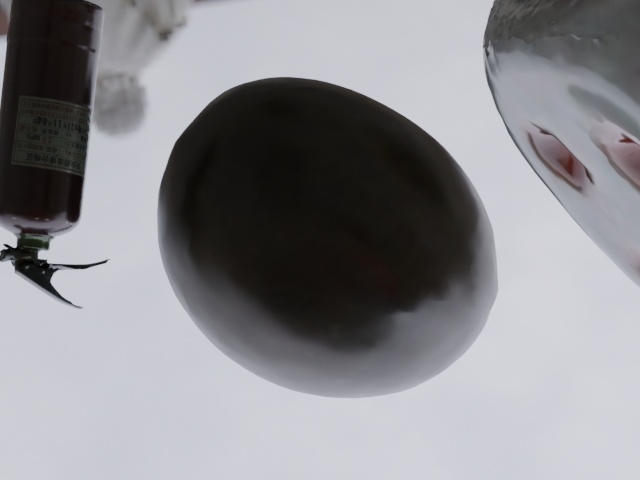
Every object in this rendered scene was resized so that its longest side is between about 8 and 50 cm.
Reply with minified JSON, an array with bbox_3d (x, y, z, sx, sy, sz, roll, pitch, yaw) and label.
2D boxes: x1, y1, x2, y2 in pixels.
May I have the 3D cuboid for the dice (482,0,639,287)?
[{"bbox_3d":[0.191,-0.071,0.694,0.194,0.192,0.193,-44,-167,-10],"label":"dice"}]

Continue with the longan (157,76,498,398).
[{"bbox_3d":[0.000,0.000,1.458,0.243,0.300,0.300,-47,-142,-8],"label":"longan"}]

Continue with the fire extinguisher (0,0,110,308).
[{"bbox_3d":[-0.197,-0.065,1.358,0.099,0.231,0.071,6,177,-31],"label":"fire extinguisher"}]
